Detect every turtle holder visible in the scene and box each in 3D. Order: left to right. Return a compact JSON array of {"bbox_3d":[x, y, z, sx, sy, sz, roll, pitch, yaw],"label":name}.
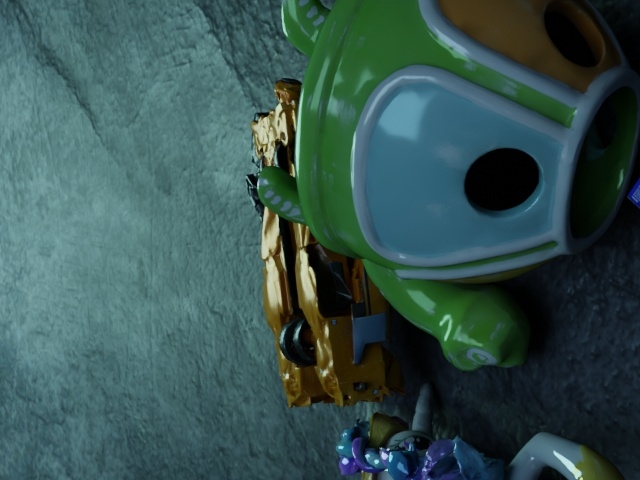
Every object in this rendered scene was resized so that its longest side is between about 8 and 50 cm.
[{"bbox_3d":[0.099,-0.058,1.066,0.227,0.243,0.320,22,100,29],"label":"turtle holder"}]

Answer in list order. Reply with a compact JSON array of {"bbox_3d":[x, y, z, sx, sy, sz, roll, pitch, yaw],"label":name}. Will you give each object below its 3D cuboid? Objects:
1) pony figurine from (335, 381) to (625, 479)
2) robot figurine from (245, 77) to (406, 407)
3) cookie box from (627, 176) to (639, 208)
[{"bbox_3d":[0.099,0.287,1.096,0.363,0.303,0.351,10,67,52],"label":"pony figurine"},{"bbox_3d":[0.000,0.000,1.275,0.211,0.085,0.291,164,101,-68],"label":"robot figurine"},{"bbox_3d":[0.271,-0.061,0.975,0.040,0.092,0.107,49,126,32],"label":"cookie box"}]
